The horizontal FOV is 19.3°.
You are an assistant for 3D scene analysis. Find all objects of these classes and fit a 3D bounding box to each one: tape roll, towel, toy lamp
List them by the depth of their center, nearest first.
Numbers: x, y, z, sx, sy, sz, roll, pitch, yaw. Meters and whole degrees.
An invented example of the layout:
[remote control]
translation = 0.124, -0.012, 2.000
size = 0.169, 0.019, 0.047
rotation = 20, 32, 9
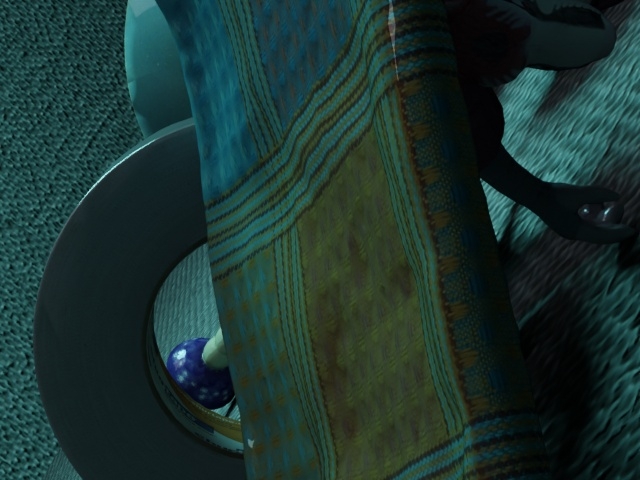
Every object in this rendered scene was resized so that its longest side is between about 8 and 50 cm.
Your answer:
[towel]
translation = 0.000, 0.000, 0.728
size = 0.271, 0.040, 0.370
rotation = 131, 131, -66
[tape roll]
translation = -0.029, 0.044, 0.932
size = 0.219, 0.219, 0.072
rotation = -55, 6, 6
[toy lamp]
translation = -0.046, 0.048, 1.592
size = 0.275, 0.080, 0.080
rotation = -50, 9, 43

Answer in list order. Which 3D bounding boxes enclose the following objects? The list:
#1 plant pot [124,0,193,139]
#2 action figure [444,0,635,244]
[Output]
[plant pot]
translation = 0.012, -0.160, 1.546
size = 0.195, 0.290, 0.290
rotation = 7, 57, 41
[action figure]
translation = 0.103, -0.161, 0.832
size = 0.248, 0.276, 0.370
rotation = -48, -6, 34
